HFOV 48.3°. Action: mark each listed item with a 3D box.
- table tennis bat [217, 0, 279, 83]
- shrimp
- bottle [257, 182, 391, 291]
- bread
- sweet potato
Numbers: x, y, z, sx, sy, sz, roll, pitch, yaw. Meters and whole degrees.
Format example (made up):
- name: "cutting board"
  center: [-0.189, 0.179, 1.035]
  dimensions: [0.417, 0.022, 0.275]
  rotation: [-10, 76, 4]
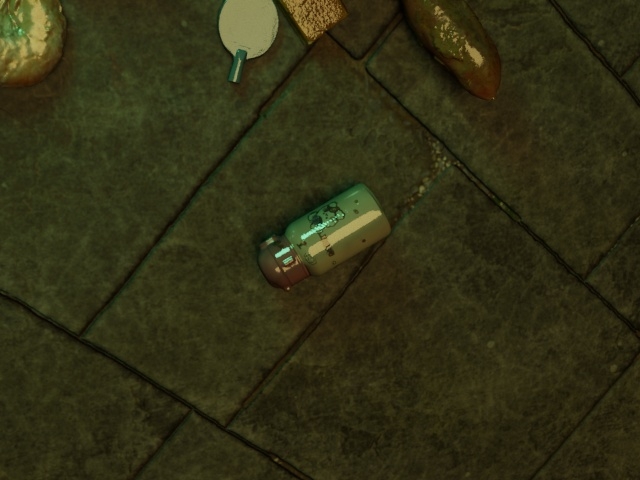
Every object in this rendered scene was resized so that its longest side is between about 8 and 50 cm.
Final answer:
- name: "table tennis bat"
  center: [-0.122, -0.332, 1.161]
  dimensions: [0.100, 0.019, 0.155]
  rotation: [11, 101, -19]
- name: "shrimp"
  center: [-0.479, -0.374, 1.020]
  dimensions: [0.168, 0.077, 0.317]
  rotation: [-25, 116, -18]
- name: "bottle"
  center: [0.000, 0.000, 1.247]
  dimensions: [0.233, 0.110, 0.110]
  rotation: [-30, 112, -5]
- name: "bread"
  center: [-0.014, -0.385, 1.166]
  dimensions: [0.090, 0.035, 0.094]
  rotation: [-38, 113, -3]
- name: "sweet potato"
  center: [0.186, -0.397, 1.189]
  dimensions: [0.109, 0.109, 0.385]
  rotation: [-36, 101, -3]
